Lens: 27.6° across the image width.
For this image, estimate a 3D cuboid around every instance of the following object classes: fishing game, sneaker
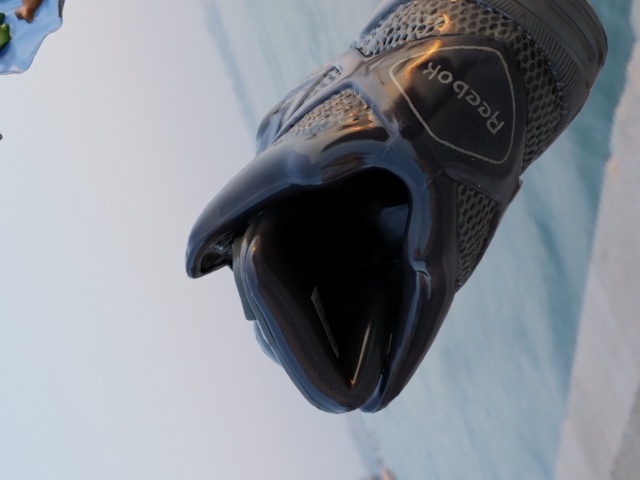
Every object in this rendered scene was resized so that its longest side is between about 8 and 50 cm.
[{"bbox_3d":[-0.269,-0.204,1.074,0.041,0.189,0.264,29,-106,-47],"label":"fishing game"},{"bbox_3d":[0.000,0.000,0.446,0.087,0.130,0.227,41,155,-4],"label":"sneaker"}]
